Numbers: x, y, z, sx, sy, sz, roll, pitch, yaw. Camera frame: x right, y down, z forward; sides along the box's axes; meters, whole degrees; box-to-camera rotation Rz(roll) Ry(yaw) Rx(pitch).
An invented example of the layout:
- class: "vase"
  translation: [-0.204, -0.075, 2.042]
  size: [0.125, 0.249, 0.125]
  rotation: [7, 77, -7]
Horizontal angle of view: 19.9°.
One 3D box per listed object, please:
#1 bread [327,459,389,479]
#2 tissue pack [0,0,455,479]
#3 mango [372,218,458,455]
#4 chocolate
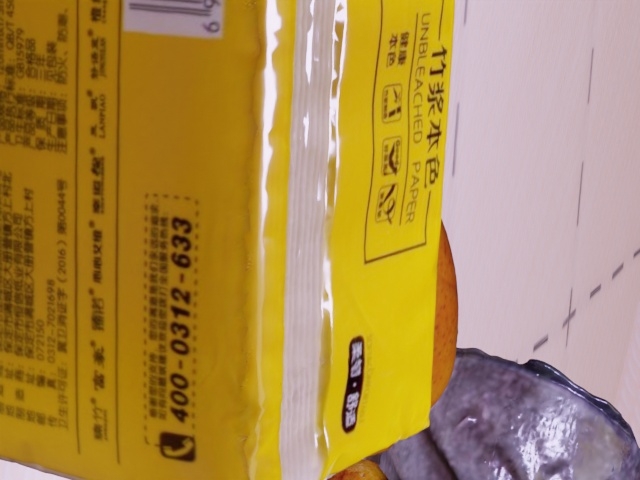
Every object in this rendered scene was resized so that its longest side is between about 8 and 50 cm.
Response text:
- class: "bread"
  translation: [0.033, 0.313, 1.816]
  size: [0.269, 0.095, 0.139]
  rotation: [93, 9, -60]
- class: "tissue pack"
  translation: [-0.091, -0.075, 1.001]
  size: [0.228, 0.293, 0.382]
  rotation: [-17, 113, -58]
- class: "mango"
  translation: [0.000, 0.000, 1.489]
  size: [0.201, 0.199, 0.350]
  rotation: [-107, 179, -64]
- class: "chocolate"
  translation: [0.176, 0.273, 1.915]
  size: [0.213, 0.303, 0.303]
  rotation: [-64, 154, -25]
